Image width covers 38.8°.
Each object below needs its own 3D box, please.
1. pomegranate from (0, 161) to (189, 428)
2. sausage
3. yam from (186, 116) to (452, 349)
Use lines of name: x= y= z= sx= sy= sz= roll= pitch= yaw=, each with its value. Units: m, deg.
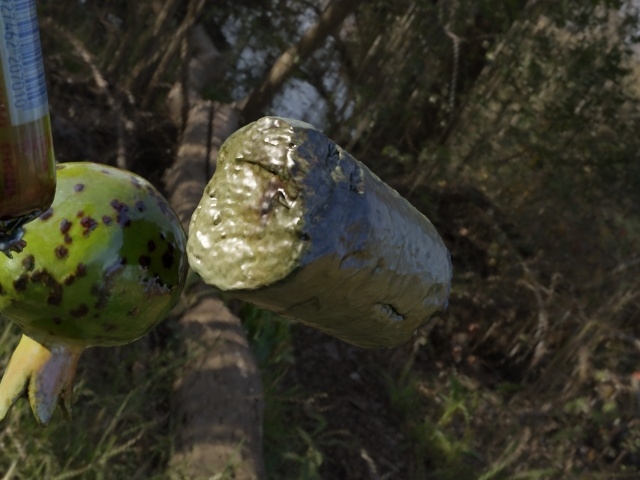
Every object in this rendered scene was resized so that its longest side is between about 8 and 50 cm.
pomegranate: x=-0.259 y=0.055 z=1.027 sx=0.231 sy=0.286 sz=0.231 roll=-6 pitch=1 yaw=0
sausage: x=-0.206 y=-0.159 z=0.540 sx=0.082 sy=0.372 sz=0.082 roll=-1 pitch=25 yaw=0
yam: x=0.000 y=0.000 z=0.971 sx=0.195 sy=0.195 sz=0.300 roll=45 pitch=8 yaw=35
